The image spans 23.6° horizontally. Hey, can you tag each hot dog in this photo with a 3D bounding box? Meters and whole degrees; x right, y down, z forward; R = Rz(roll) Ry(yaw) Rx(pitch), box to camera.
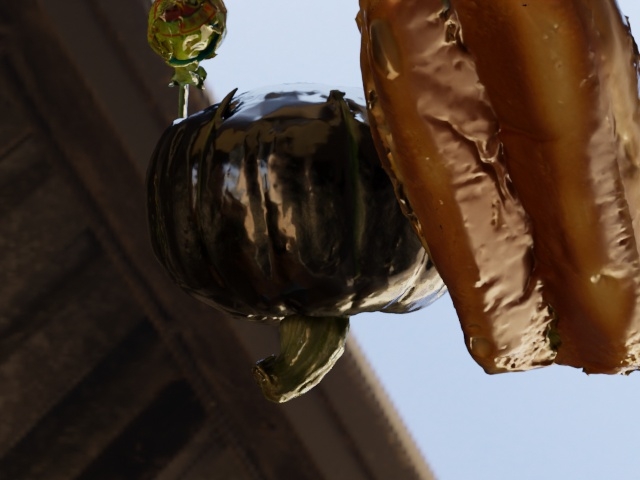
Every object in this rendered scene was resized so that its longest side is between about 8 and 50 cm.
[{"bbox_3d":[0.081,-0.027,0.623,0.269,0.115,0.072,69,-157,-48],"label":"hot dog"}]

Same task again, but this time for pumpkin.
[{"bbox_3d":[0.000,0.000,1.329,0.296,0.296,0.295,4,-96,-44],"label":"pumpkin"}]

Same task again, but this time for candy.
[{"bbox_3d":[-0.135,-0.165,1.536,0.077,0.262,0.073,2,-118,-6],"label":"candy"}]
